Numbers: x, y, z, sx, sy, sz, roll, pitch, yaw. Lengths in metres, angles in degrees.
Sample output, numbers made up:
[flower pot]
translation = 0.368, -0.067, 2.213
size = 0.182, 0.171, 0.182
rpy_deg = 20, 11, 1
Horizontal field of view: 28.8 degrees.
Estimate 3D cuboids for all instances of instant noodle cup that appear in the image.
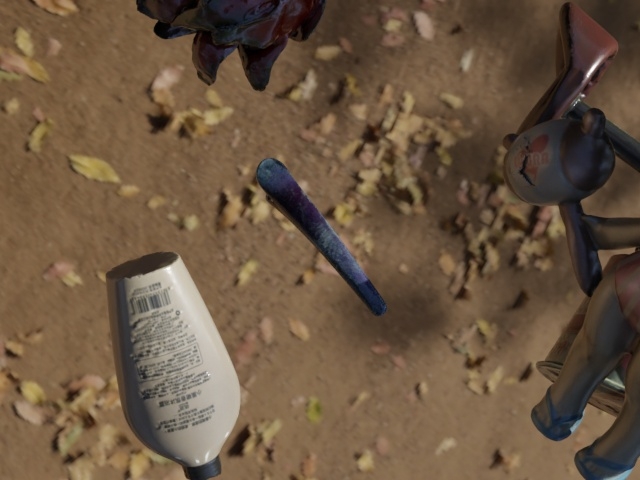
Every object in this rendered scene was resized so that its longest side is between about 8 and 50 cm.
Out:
[instant noodle cup]
translation = 0.417, 0.136, 1.596
size = 0.235, 0.235, 0.178
rpy_deg = 34, 78, -37

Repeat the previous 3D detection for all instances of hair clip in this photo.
[hair clip]
translation = 0.000, 0.000, 1.713
size = 0.048, 0.275, 0.083
rpy_deg = -32, 151, -11

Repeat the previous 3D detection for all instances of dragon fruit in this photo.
[dragon fruit]
translation = -0.060, -0.199, 0.954
size = 0.142, 0.130, 0.121
rpy_deg = -62, 165, -21

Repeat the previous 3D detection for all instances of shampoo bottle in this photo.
[shampoo bottle]
translation = -0.155, 0.142, 1.324
size = 0.127, 0.078, 0.257
rpy_deg = -17, 109, -11

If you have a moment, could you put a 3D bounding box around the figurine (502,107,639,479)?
[figurine]
translation = 0.171, 0.002, 0.607
size = 0.103, 0.205, 0.260
rpy_deg = -5, 134, -28

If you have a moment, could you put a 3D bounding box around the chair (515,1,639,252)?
[chair]
translation = 0.426, -0.121, 1.693
size = 0.226, 0.401, 0.226
rpy_deg = -49, 171, -10
